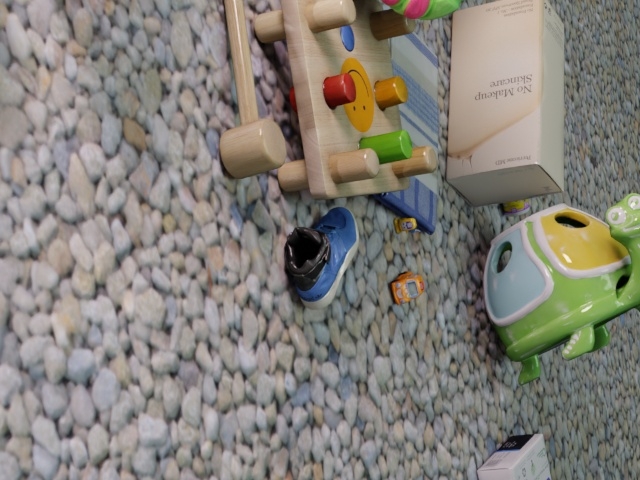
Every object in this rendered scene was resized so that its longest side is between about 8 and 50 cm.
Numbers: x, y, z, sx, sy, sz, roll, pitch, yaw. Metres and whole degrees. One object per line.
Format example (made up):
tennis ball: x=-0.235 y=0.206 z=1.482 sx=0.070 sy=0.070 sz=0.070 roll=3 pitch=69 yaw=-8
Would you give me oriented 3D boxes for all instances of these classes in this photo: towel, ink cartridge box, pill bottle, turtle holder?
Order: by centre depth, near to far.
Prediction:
towel: x=0.119 y=-0.169 z=1.990 sx=0.209 sy=0.034 sz=0.285 roll=29 pitch=59 yaw=-60
turtle holder: x=0.379 y=0.062 z=2.151 sx=0.227 sy=0.243 sz=0.320 roll=65 pitch=-13 yaw=10
ink cartridge box: x=0.327 y=0.482 z=2.165 sx=0.165 sy=0.065 sz=0.332 roll=-24 pitch=102 yaw=-62
pill bottle: x=0.321 y=-0.085 z=2.337 sx=0.043 sy=0.043 sz=0.083 roll=-42 pitch=119 yaw=-58

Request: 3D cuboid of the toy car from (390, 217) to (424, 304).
toy car: x=0.119 y=0.026 z=1.922 sx=0.060 sy=0.040 sz=0.122 roll=-2 pitch=84 yaw=-63

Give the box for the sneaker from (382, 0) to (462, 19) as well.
sneaker: x=0.013 y=-0.475 z=1.701 sx=0.483 sy=0.185 sz=0.202 roll=53 pitch=12 yaw=-19

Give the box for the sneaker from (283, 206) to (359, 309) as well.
sneaker: x=0.001 y=0.000 z=1.683 sx=0.084 sy=0.058 sz=0.152 roll=66 pitch=37 yaw=-44

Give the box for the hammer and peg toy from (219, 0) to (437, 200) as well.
hammer and peg toy: x=0.012 y=-0.183 z=1.681 sx=0.361 sy=0.127 sz=0.266 roll=-8 pitch=89 yaw=-63

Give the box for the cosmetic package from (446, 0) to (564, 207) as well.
cosmetic package: x=0.294 y=-0.222 z=2.204 sx=0.113 sy=0.160 sz=0.309 roll=40 pitch=47 yaw=-51
